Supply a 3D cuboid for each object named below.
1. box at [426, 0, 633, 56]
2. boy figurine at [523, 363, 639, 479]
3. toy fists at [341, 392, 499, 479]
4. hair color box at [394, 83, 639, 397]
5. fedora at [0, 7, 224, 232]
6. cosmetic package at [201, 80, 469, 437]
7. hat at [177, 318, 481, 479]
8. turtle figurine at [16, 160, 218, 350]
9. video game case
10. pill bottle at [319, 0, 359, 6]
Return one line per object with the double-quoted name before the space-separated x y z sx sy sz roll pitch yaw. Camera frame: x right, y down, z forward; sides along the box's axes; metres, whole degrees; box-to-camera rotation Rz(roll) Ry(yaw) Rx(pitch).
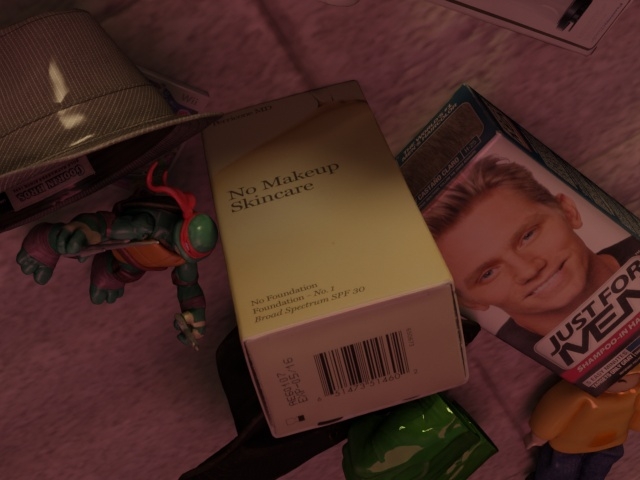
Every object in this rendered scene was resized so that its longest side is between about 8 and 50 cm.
"box" 0.166 -0.246 0.764 0.290 0.087 0.169 -2 133 -52
"boy figurine" 0.339 0.218 1.229 0.177 0.092 0.285 3 128 -12
"toy fists" 0.102 0.235 1.130 0.142 0.096 0.279 -41 157 2
"hair color box" 0.218 0.013 1.040 0.347 0.105 0.174 31 113 -29
"fedora" -0.221 -0.096 0.799 0.244 0.124 0.275 -26 -178 -41
"cosmetic package" 0.000 0.000 0.851 0.160 0.309 0.113 -16 128 -3
"hat" -0.012 0.123 1.026 0.331 0.134 0.331 -27 161 -10
"turtle figurine" -0.156 0.016 0.889 0.234 0.118 0.175 -4 139 48
"video game case" -0.166 -0.097 0.927 0.087 0.011 0.122 19 119 -25
"pill bottle" 0.031 -0.308 0.741 0.136 0.136 0.245 20 118 -25
